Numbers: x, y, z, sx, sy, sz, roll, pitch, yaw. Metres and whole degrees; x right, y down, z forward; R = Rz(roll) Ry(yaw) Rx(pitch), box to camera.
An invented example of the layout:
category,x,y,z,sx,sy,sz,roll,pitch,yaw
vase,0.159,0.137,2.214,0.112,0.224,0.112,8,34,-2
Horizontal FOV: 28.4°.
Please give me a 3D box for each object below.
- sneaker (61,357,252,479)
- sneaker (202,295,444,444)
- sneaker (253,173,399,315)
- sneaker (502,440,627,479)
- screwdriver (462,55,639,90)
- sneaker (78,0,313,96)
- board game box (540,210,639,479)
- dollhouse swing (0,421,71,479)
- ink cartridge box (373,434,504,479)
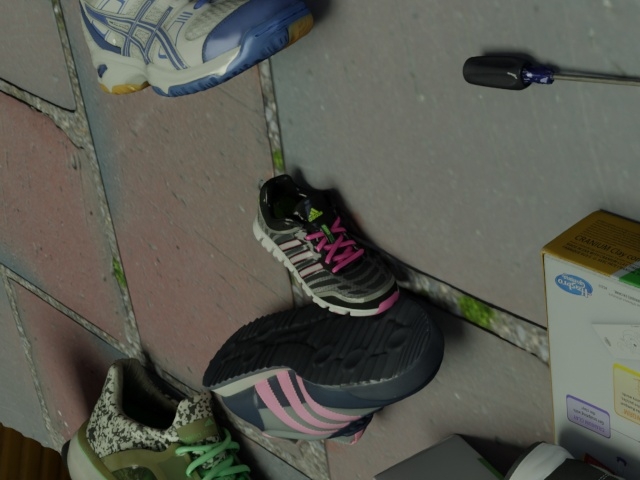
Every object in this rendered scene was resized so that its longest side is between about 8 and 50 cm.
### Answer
category,x,y,z,sx,sy,sz,roll,pitch,yaw
sneaker,-0.144,0.272,1.459,0.410,0.158,0.182,28,120,31
sneaker,0.024,0.129,1.154,0.131,0.112,0.319,46,152,-21
sneaker,0.000,0.000,1.089,0.170,0.063,0.075,40,150,35
sneaker,0.199,0.275,0.901,0.108,0.100,0.271,11,125,43
screwdriver,0.165,-0.105,0.828,0.170,0.024,0.025,15,158,39
sneaker,-0.127,-0.196,1.052,0.296,0.112,0.131,4,119,51
board game box,0.270,0.159,0.858,0.242,0.064,0.316,24,135,41
dollhouse swing,-0.295,0.346,1.587,0.305,0.315,0.347,-25,138,26
ink cartridge box,0.144,0.296,1.070,0.219,0.092,0.160,66,173,-11
